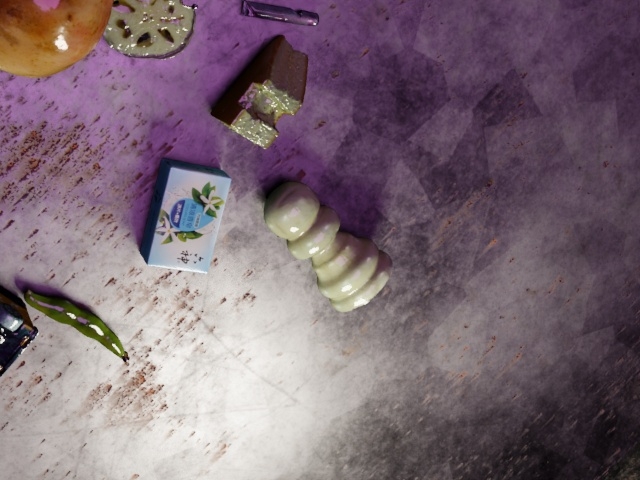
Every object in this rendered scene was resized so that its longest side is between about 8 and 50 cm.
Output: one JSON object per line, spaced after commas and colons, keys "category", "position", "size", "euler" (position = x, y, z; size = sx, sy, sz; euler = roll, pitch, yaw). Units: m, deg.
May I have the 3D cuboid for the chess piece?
{"category": "chess piece", "position": [0.000, 0.000, 2.134], "size": [0.182, 0.182, 0.330], "euler": [-46, 113, -3]}

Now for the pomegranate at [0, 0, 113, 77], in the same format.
{"category": "pomegranate", "position": [-0.529, -0.463, 1.660], "size": [0.338, 0.338, 0.338], "euler": [-8, 111, -21]}

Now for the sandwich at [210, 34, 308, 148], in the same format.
{"category": "sandwich", "position": [-0.114, -0.325, 1.980], "size": [0.122, 0.128, 0.236], "euler": [35, 93, -37]}

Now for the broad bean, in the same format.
{"category": "broad bean", "position": [-0.527, 0.181, 2.029], "size": [0.060, 0.043, 0.297], "euler": [-46, 121, 9]}

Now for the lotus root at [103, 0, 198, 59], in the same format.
{"category": "lotus root", "position": [-0.355, -0.466, 1.854], "size": [0.203, 0.078, 0.183], "euler": [1, 121, -16]}

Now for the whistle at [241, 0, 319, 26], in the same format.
{"category": "whistle", "position": [-0.086, -0.491, 1.984], "size": [0.176, 0.033, 0.033], "euler": [3, 107, -25]}

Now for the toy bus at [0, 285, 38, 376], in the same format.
{"category": "toy bus", "position": [-0.747, 0.124, 1.828], "size": [0.162, 0.194, 0.323], "euler": [-48, 123, 0]}

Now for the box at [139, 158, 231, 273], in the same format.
{"category": "box", "position": [-0.299, -0.052, 2.021], "size": [0.142, 0.083, 0.232], "euler": [9, 103, -27]}
